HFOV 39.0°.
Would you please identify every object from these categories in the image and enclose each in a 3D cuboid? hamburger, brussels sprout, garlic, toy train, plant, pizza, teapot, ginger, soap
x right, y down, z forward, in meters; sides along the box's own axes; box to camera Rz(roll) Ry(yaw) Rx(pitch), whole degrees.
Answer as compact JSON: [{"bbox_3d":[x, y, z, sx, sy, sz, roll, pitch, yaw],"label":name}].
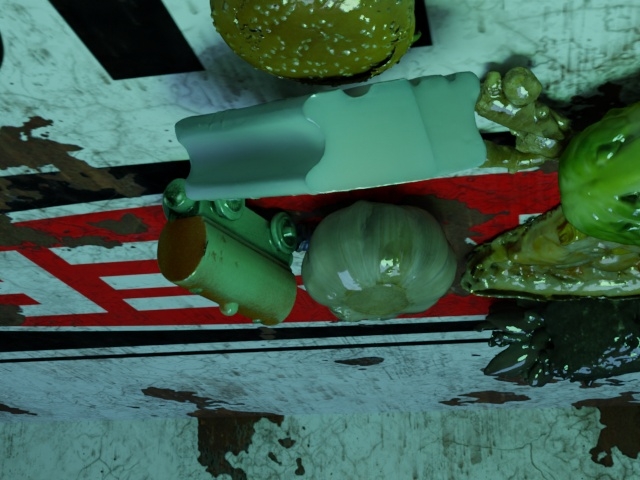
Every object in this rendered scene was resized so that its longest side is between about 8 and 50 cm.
[{"bbox_3d":[-0.002,-0.212,0.754,0.182,0.117,0.191,-2,155,-1],"label":"hamburger"},{"bbox_3d":[0.370,-0.077,1.017,0.223,0.161,0.223,2,152,1],"label":"brussels sprout"},{"bbox_3d":[0.087,0.026,1.302,0.228,0.152,0.228,-3,153,-2],"label":"garlic"},{"bbox_3d":[-0.125,0.020,1.263,0.116,0.177,0.285,-9,157,25],"label":"toy train"},{"bbox_3d":[0.444,0.174,1.632,0.321,0.181,0.194,-17,160,37],"label":"plant"},{"bbox_3d":[0.483,0.026,1.396,0.392,0.080,0.435,11,158,-24],"label":"pizza"},{"bbox_3d":[0.002,-0.003,1.393,0.083,0.063,0.049,11,125,-18],"label":"teapot"},{"bbox_3d":[0.235,-0.134,1.033,0.176,0.052,0.193,7,161,-21],"label":"ginger"},{"bbox_3d":[0.001,-0.098,0.903,0.173,0.095,0.290,-15,-171,-38],"label":"soap"}]
